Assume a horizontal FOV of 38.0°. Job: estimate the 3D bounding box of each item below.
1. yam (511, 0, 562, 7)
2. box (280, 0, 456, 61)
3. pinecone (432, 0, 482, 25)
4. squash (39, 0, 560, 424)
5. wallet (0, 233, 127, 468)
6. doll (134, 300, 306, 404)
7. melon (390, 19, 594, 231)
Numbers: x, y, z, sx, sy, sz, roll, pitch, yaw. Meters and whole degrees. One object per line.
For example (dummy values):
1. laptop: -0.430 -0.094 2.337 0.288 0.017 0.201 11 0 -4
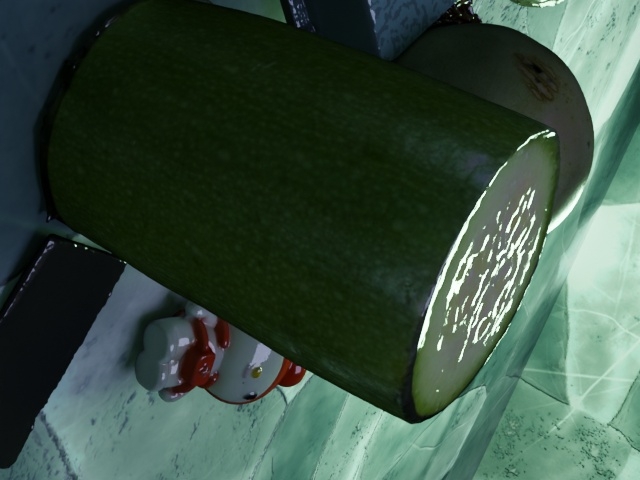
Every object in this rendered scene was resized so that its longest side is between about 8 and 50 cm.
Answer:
1. yam: 0.285 -0.419 1.279 0.154 0.154 0.254 -62 161 2
2. box: 0.060 -0.295 0.988 0.227 0.130 0.162 -47 137 -30
3. pinecone: 0.132 -0.272 1.173 0.121 0.140 0.140 -85 -179 -49
4. squash: -0.022 -0.045 0.799 0.263 0.384 0.263 -45 150 -35
5. wallet: -0.282 0.110 0.887 0.244 0.025 0.124 -60 156 2
6. doll: -0.093 0.126 1.150 0.290 0.129 0.161 -2 115 -46
7. melon: 0.167 -0.115 1.051 0.330 0.268 0.269 -50 162 -72
